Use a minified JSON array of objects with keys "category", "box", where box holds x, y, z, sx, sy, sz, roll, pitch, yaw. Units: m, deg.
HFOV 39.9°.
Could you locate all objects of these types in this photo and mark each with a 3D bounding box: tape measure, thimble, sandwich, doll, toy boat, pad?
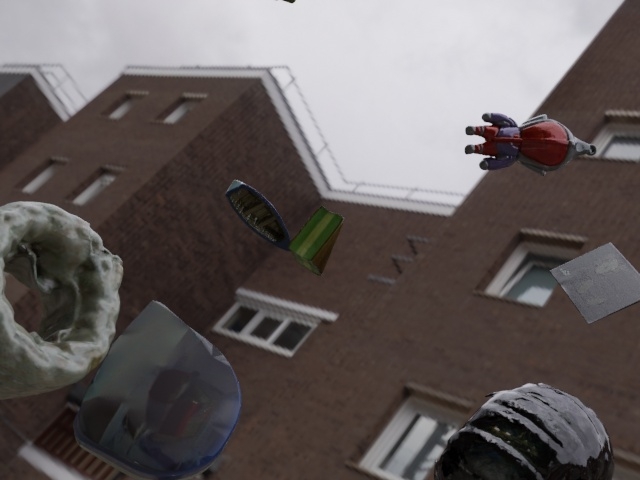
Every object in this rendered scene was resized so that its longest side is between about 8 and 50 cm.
[{"category":"tape measure","box":[-0.270,0.283,1.531,0.262,0.259,0.138,33,-27,-6]},{"category":"thimble","box":[-0.462,0.092,1.375,0.195,0.291,0.291,-21,-64,32]},{"category":"sandwich","box":[0.000,0.000,1.810,0.074,0.116,0.074,32,-13,29]},{"category":"doll","box":[0.348,-0.157,1.447,0.227,0.102,0.075,1,0,-12]},{"category":"toy boat","box":[-0.130,-0.055,1.988,0.080,0.046,0.229,-29,-48,16]},{"category":"pad","box":[0.504,0.074,1.591,0.004,0.127,0.190,61,6,-29]}]

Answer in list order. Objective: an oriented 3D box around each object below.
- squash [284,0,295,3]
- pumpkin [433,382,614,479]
[{"category":"squash","box":[-0.026,-0.505,1.255,0.111,0.203,0.288,9,-20,-25]},{"category":"pumpkin","box":[0.322,0.366,1.285,0.295,0.296,0.296,31,-29,20]}]
